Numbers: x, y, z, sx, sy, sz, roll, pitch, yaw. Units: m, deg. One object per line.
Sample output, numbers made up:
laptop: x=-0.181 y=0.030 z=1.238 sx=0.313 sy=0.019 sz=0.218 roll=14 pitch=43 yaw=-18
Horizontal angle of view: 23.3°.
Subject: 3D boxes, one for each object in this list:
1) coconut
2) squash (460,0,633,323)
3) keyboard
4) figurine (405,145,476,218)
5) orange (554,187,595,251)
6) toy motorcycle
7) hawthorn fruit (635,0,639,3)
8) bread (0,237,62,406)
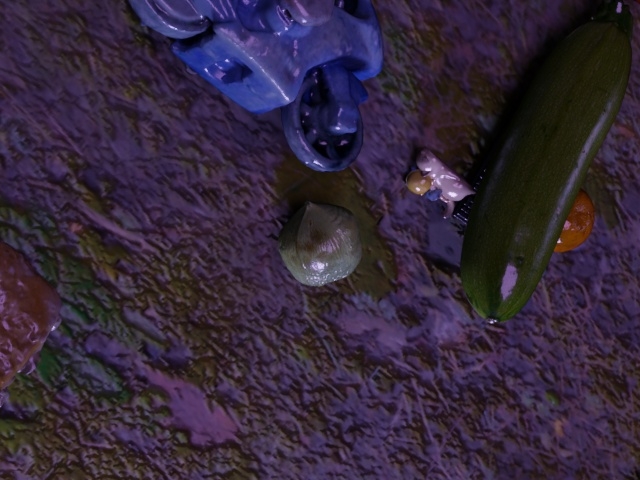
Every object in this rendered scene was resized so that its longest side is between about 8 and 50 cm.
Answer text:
coconut: x=0.000 y=0.000 z=1.625 sx=0.088 sy=0.088 sz=0.096 roll=-32 pitch=121 yaw=-18
squash: x=0.246 y=-0.091 z=1.700 sx=0.107 sy=0.107 sz=0.395 roll=33 pitch=77 yaw=-30
keyboard: x=0.204 y=-0.083 z=1.754 sx=0.053 sy=0.010 sz=0.155 roll=32 pitch=86 yaw=-32
figurine: x=0.127 y=-0.062 z=1.701 sx=0.083 sy=0.047 sz=0.050 roll=37 pitch=94 yaw=-26
orange: x=0.272 y=-0.027 z=1.770 sx=0.083 sy=0.070 sz=0.083 roll=-1 pitch=92 yaw=-39
toy motorcycle: x=-0.037 y=-0.238 z=1.485 sx=0.319 sy=0.182 sz=0.241 roll=41 pitch=82 yaw=-28
hawthorn fruit: x=0.417 y=-0.363 z=1.669 sx=0.258 sy=0.258 sz=0.262 roll=49 pitch=50 yaw=-28
bread: x=-0.370 y=0.060 z=1.390 sx=0.246 sy=0.176 sz=0.195 roll=48 pitch=67 yaw=-26
